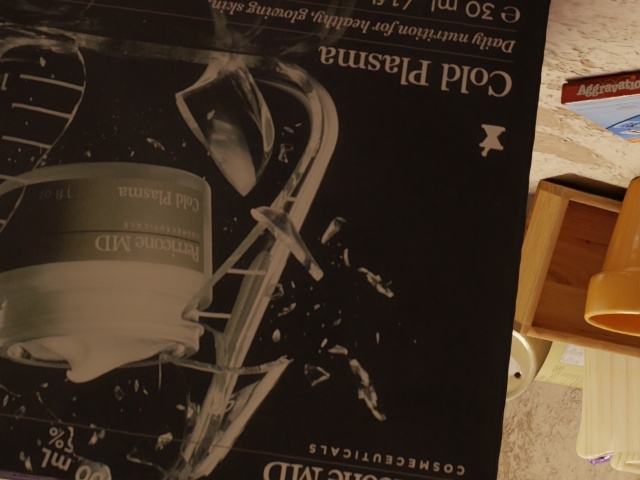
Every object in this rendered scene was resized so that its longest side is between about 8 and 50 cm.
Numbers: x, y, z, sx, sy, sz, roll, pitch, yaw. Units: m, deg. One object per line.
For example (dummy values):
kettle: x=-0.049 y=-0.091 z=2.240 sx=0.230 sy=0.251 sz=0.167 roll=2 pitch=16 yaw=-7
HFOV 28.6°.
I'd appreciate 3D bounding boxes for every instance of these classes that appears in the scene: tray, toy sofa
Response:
tray: x=0.463 y=0.062 z=1.762 sx=0.410 sy=0.203 sz=0.076 roll=13 pitch=-173 yaw=-24
toy sofa: x=0.519 y=0.186 z=1.982 sx=0.177 sy=0.363 sz=0.150 roll=-10 pitch=161 yaw=41

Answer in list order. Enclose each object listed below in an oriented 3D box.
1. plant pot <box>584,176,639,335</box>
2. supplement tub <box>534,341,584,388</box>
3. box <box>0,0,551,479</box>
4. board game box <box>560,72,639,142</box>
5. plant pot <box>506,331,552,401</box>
plant pot: x=0.453 y=0.021 z=1.612 sx=0.205 sy=0.188 sz=0.205 roll=8 pitch=169 yaw=2
supplement tub: x=0.460 y=0.144 z=2.167 sx=0.316 sy=0.228 sz=0.228 roll=10 pitch=170 yaw=-12
box: x=-0.067 y=0.007 z=1.151 sx=0.479 sy=0.472 sz=0.297 roll=7 pitch=170 yaw=2
board game box: x=0.395 y=-0.138 z=1.237 sx=0.281 sy=0.027 sz=0.145 roll=-2 pitch=164 yaw=44
plant pot: x=0.247 y=0.129 z=1.879 sx=0.256 sy=0.257 sz=0.274 roll=8 pitch=-160 yaw=0
